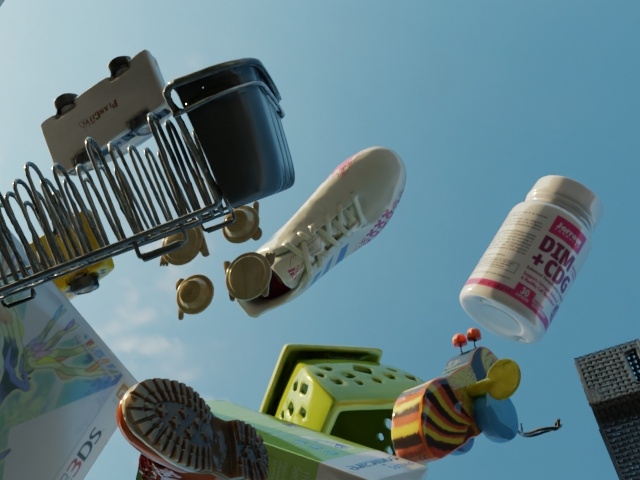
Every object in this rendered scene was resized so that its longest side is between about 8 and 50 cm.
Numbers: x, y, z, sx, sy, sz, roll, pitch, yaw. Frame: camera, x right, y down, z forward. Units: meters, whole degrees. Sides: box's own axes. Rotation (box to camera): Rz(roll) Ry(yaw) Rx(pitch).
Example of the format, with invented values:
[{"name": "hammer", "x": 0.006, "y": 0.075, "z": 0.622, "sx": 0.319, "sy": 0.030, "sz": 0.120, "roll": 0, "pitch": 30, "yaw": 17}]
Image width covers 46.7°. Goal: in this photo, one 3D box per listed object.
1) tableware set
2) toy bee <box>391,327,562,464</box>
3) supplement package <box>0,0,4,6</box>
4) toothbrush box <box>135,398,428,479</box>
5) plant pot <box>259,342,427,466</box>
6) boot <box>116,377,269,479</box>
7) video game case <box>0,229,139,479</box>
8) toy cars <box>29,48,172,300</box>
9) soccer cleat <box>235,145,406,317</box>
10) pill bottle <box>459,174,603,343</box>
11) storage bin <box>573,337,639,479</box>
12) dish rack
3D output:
[{"name": "tableware set", "x": -0.136, "y": 0.025, "z": 0.968, "sx": 0.169, "sy": 0.020, "sz": 0.141, "roll": -17, "pitch": -117, "yaw": 16}, {"name": "toy bee", "x": 0.189, "y": 0.204, "z": 0.999, "sx": 0.195, "sy": 0.298, "sz": 0.162, "roll": -24, "pitch": -111, "yaw": 21}, {"name": "supplement package", "x": -0.439, "y": -0.308, "z": 0.808, "sx": 0.105, "sy": 0.179, "sz": 0.105, "roll": 25, "pitch": -102, "yaw": 7}, {"name": "toothbrush box", "x": -0.056, "y": 0.299, "z": 0.762, "sx": 0.283, "sy": 0.122, "sz": 0.206, "roll": 8, "pitch": -93, "yaw": 35}, {"name": "plant pot", "x": 0.027, "y": 0.288, "z": 1.164, "sx": 0.207, "sy": 0.228, "sz": 0.227, "roll": 41, "pitch": -63, "yaw": 51}, {"name": "boot", "x": -0.110, "y": 0.152, "z": 0.538, "sx": 0.085, "sy": 0.158, "sz": 0.059, "roll": -19, "pitch": -129, "yaw": 17}, {"name": "video game case", "x": -0.353, "y": 0.182, "z": 0.780, "sx": 0.036, "sy": 0.329, "sz": 0.300, "roll": 3, "pitch": -133, "yaw": 31}, {"name": "toy cars", "x": -0.295, "y": -0.058, "z": 0.954, "sx": 0.177, "sy": 0.087, "sz": 0.393, "roll": 25, "pitch": -84, "yaw": 24}, {"name": "soccer cleat", "x": 0.000, "y": 0.000, "z": 1.099, "sx": 0.116, "sy": 0.143, "sz": 0.331, "roll": 44, "pitch": -68, "yaw": -4}, {"name": "pill bottle", "x": 0.386, "y": 0.030, "z": 1.334, "sx": 0.160, "sy": 0.160, "sz": 0.283, "roll": 26, "pitch": -111, "yaw": 25}, {"name": "storage bin", "x": 0.385, "y": 0.227, "z": 0.906, "sx": 0.084, "sy": 0.122, "sz": 0.180, "roll": -22, "pitch": -67, "yaw": 16}, {"name": "dish rack", "x": -0.141, "y": -0.011, "z": 0.430, "sx": 0.272, "sy": 0.208, "sz": 0.074, "roll": -22, "pitch": -87, "yaw": 2}]
